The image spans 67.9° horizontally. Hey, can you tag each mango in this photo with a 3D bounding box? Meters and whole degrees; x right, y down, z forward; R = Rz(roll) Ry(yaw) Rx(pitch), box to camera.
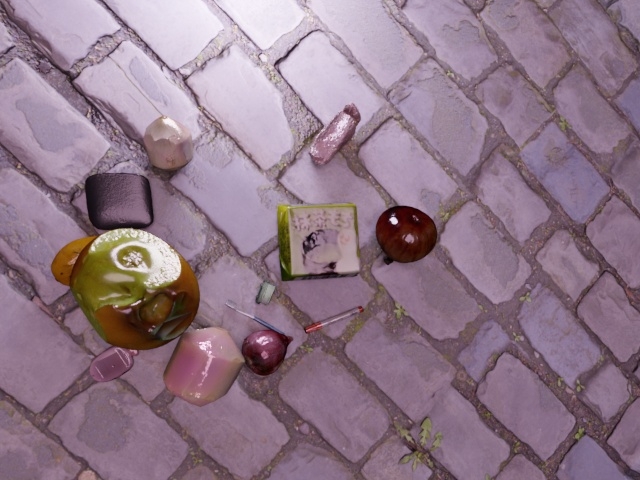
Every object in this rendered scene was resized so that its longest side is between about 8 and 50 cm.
[{"bbox_3d":[-0.756,0.058,1.576,0.262,0.109,0.157,-30,90,-15],"label":"mango"}]

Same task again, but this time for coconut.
[{"bbox_3d":[-0.383,0.409,1.599,0.233,0.233,0.245,30,81,-10],"label":"coconut"},{"bbox_3d":[-0.515,-0.333,1.611,0.171,0.182,0.170,1,43,-1],"label":"coconut"}]

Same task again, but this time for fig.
[{"bbox_3d":[0.321,-0.022,1.804,0.235,0.214,0.235,-1,65,1],"label":"fig"}]

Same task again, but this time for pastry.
[{"bbox_3d":[0.053,-0.393,1.801,0.103,0.112,0.265,40,86,0],"label":"pastry"}]

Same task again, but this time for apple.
[{"bbox_3d":[-0.566,0.161,1.466,0.374,0.374,0.384,-56,139,-10],"label":"apple"}]

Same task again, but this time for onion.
[{"bbox_3d":[-0.180,0.385,1.685,0.195,0.159,0.159,-22,93,-36],"label":"onion"}]

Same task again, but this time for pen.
[{"bbox_3d":[0.052,0.301,1.801,0.239,0.028,0.028,-19,92,-14],"label":"pen"}]

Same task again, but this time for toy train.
[{"bbox_3d":[-0.202,0.193,1.740,0.056,0.038,0.093,24,82,-14],"label":"toy train"}]

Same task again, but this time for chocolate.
[{"bbox_3d":[0.000,0.000,1.748,0.301,0.137,0.288,-3,88,-14],"label":"chocolate"}]

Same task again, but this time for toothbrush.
[{"bbox_3d":[-0.226,0.291,1.739,0.276,0.019,0.025,31,73,-10],"label":"toothbrush"}]

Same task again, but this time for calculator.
[{"bbox_3d":[-0.700,0.414,1.614,0.166,0.024,0.103,-33,95,-12],"label":"calculator"}]

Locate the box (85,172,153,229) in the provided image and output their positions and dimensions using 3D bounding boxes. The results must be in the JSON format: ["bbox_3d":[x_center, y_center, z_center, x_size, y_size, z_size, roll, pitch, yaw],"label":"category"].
[{"bbox_3d":[-0.691,-0.134,1.637,0.213,0.042,0.201,-6,89,-13],"label":"box"}]
